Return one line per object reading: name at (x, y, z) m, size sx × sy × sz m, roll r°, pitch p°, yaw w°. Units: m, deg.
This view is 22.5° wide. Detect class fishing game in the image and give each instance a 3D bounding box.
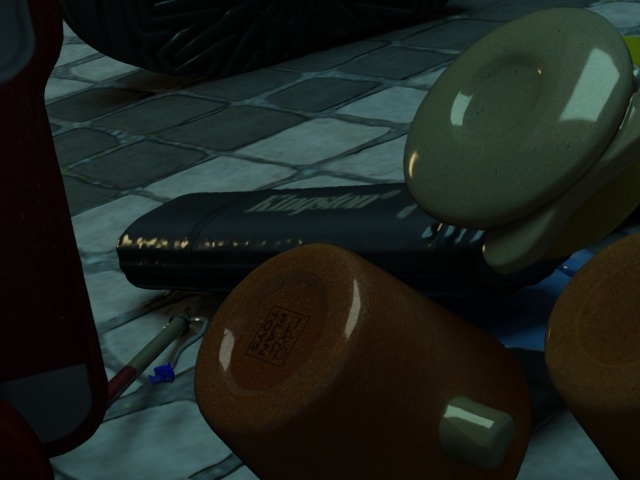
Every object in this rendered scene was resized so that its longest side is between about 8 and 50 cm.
fishing game at (0.042, 0.041, 0.708) m, size 0.264 × 0.041 × 0.189 m, roll -10°, pitch 12°, yaw 12°

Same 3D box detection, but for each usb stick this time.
usb stick at (0.000, 0.000, 0.742) m, size 0.077 × 0.045 × 0.278 m, roll -21°, pitch 12°, yaw -35°

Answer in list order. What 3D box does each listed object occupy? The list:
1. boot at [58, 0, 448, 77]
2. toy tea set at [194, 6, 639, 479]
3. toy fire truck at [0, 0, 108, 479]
boot at (-0.134, -0.268, 1.437) m, size 0.367 × 0.146 × 0.445 m, roll -8°, pitch 22°, yaw -29°
toy tea set at (0.084, 0.084, 0.478) m, size 0.200 × 0.124 × 0.336 m, roll -39°, pitch 37°, yaw 13°
toy fire truck at (-0.228, 0.016, 0.569) m, size 0.302 × 0.254 × 0.169 m, roll -12°, pitch 20°, yaw -9°
